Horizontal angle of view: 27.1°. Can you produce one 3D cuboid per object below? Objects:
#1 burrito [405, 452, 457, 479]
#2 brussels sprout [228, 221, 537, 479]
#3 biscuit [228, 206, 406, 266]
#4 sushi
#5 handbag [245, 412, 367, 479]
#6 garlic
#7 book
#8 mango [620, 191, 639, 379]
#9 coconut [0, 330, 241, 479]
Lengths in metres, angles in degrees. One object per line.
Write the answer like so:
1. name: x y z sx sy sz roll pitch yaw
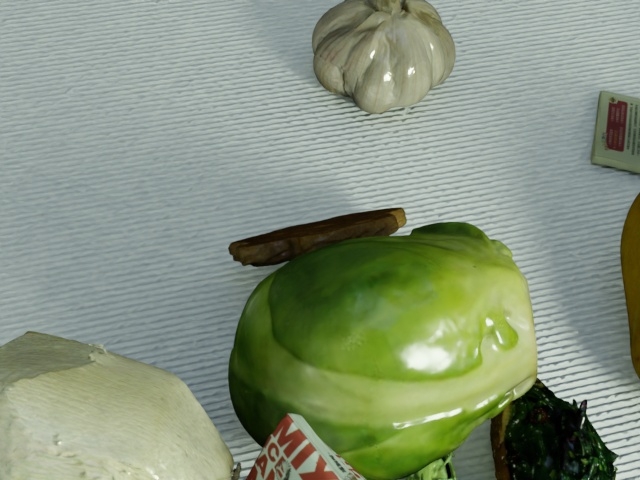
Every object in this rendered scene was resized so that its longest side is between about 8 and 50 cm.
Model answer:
1. burrito: 0.166 0.348 1.561 0.104 0.054 0.288 -6 50 -12
2. brussels sprout: 0.069 0.131 1.561 0.371 0.276 0.315 -10 7 16
3. biscuit: 0.000 0.000 1.768 0.208 0.041 0.290 -7 7 44
4. sushi: 0.284 0.257 1.597 0.149 0.140 0.287 -3 50 0
5. handbag: -0.013 0.316 1.407 0.151 0.298 0.171 -28 57 -26
6. garlic: 0.098 -0.306 2.058 0.228 0.152 0.228 5 53 -7
7. book: 0.541 -0.153 2.060 0.232 0.022 0.162 13 47 5
8. mango: 0.523 0.054 1.758 0.264 0.221 0.378 18 60 4
9. coconut: -0.282 0.267 1.394 0.360 0.346 0.346 19 49 0
